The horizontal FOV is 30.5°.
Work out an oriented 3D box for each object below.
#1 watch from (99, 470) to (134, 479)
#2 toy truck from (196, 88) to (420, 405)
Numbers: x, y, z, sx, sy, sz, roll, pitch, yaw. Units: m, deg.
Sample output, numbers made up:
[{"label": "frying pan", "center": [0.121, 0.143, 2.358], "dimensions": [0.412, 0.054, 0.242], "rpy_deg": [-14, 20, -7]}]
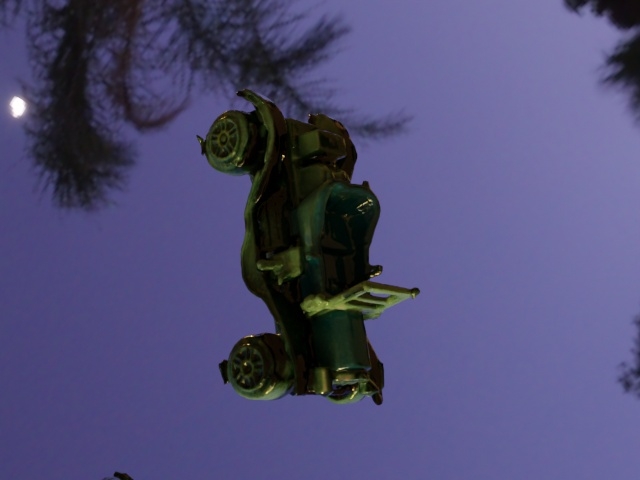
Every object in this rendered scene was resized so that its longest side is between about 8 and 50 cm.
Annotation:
[{"label": "watch", "center": [-0.133, 0.121, 0.232], "dimensions": [0.276, 0.274, 0.068], "rpy_deg": [-30, -102, -22]}, {"label": "toy truck", "center": [0.000, 0.001, 0.560], "dimensions": [0.080, 0.078, 0.154], "rpy_deg": [11, -114, -49]}]
